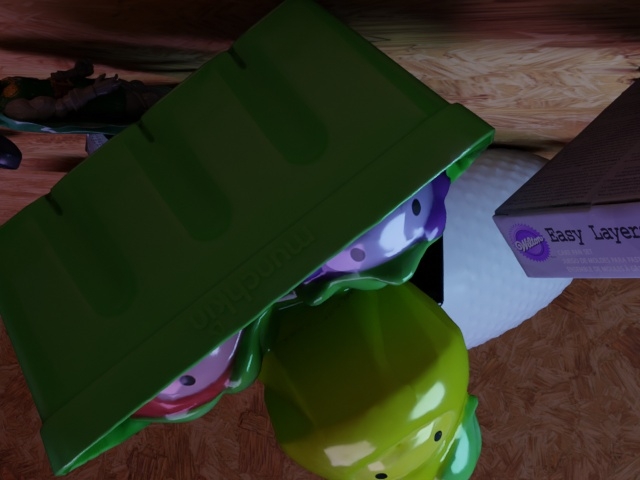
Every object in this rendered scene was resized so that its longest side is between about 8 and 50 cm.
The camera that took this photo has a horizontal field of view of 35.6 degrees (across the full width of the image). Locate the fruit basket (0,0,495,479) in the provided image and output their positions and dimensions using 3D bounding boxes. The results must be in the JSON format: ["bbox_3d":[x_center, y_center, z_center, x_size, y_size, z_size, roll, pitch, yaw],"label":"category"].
[{"bbox_3d":[-0.009,0.062,0.754,0.391,0.392,0.283,0,177,4],"label":"fruit basket"}]

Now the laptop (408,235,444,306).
[{"bbox_3d":[-0.047,-0.038,1.186,0.381,0.408,0.236,0,144,6],"label":"laptop"}]

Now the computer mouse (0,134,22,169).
[{"bbox_3d":[-0.493,-0.130,1.401,0.242,0.041,0.071,8,174,43],"label":"computer mouse"}]

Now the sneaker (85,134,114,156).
[{"bbox_3d":[-0.108,-0.104,1.014,0.281,0.105,0.115,-10,155,2],"label":"sneaker"}]

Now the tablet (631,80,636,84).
[{"bbox_3d":[0.339,-0.149,0.970,0.054,0.006,0.083,-1,177,31],"label":"tablet"}]

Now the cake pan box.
[{"bbox_3d":[0.281,-0.068,0.678,0.245,0.070,0.266,-38,-162,-30],"label":"cake pan box"}]

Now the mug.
[{"bbox_3d":[0.202,0.040,1.445,0.328,0.374,0.276,-18,-132,-25],"label":"mug"}]

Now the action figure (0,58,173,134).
[{"bbox_3d":[-0.199,-0.121,0.864,0.232,0.064,0.137,-4,-157,-29],"label":"action figure"}]
